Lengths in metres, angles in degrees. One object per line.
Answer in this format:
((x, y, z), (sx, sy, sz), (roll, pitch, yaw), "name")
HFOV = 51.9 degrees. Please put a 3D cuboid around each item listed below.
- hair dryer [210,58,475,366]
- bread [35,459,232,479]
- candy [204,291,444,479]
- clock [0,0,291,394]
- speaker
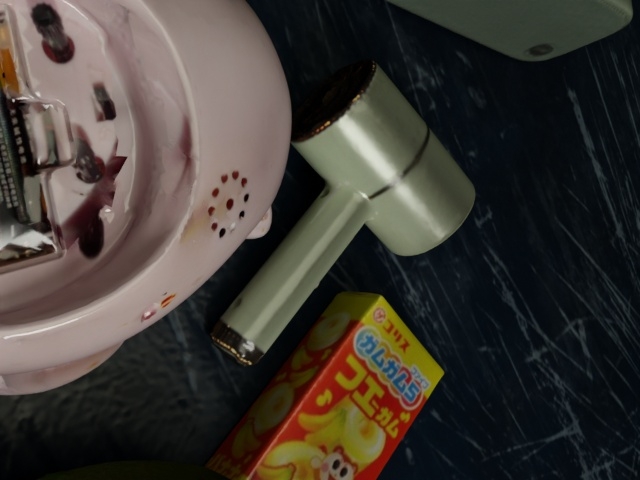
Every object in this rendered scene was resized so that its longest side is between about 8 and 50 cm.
((0.000, 0.000, 0.710), (0.203, 0.128, 0.362), (45, 73, -26), "hair dryer")
((-0.151, 0.365, 0.505), (0.382, 0.129, 0.366), (39, 73, -19), "bread")
((0.005, 0.202, 0.714), (0.276, 0.088, 0.146), (-49, 113, -26), "candy")
((-0.182, -0.082, 0.479), (0.377, 0.251, 0.368), (-19, 108, -42), "clock")
((0.204, -0.383, 0.816), (0.406, 0.183, 0.184), (10, 78, -33), "speaker")
